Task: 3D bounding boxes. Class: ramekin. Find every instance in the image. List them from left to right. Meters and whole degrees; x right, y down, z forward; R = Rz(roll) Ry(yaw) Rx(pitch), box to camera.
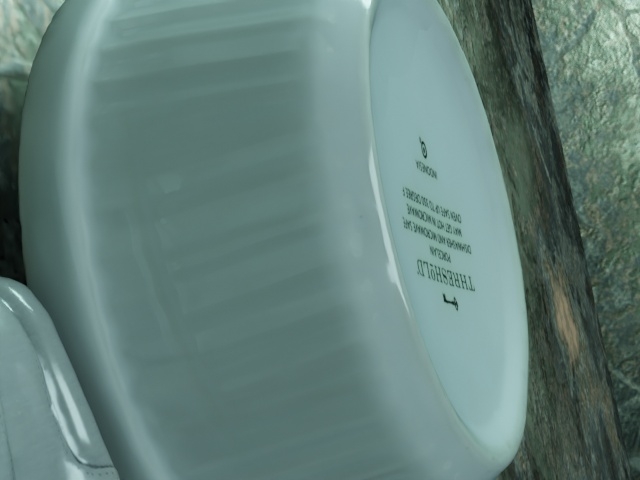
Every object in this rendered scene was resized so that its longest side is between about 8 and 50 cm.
[{"bbox_3d":[0.000,0.000,0.549,0.273,0.127,0.273,-13,90,-70],"label":"ramekin"}]

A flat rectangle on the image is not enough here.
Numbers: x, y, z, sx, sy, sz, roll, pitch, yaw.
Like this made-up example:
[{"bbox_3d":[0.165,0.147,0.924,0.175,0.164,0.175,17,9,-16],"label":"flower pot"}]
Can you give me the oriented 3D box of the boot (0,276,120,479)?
[{"bbox_3d":[-0.095,0.134,0.393,0.123,0.095,0.258,-14,90,-63],"label":"boot"}]
